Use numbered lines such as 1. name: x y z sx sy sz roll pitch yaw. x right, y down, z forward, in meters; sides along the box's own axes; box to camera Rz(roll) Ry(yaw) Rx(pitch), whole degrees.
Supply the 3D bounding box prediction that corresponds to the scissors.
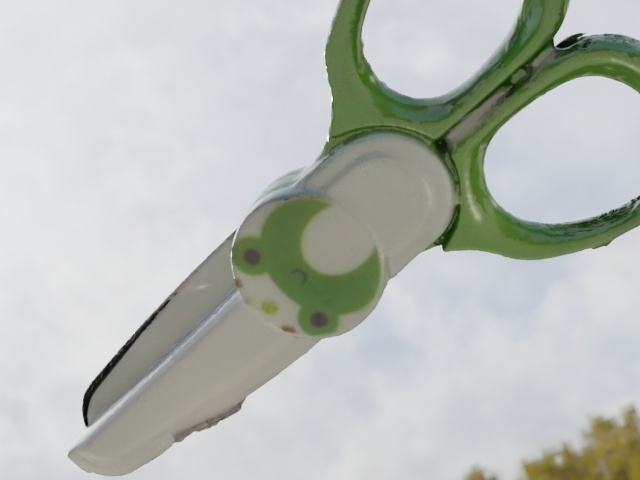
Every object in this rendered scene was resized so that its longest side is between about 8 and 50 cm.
1. scissors: 0.000 0.000 0.504 0.204 0.101 0.027 -40 7 23
